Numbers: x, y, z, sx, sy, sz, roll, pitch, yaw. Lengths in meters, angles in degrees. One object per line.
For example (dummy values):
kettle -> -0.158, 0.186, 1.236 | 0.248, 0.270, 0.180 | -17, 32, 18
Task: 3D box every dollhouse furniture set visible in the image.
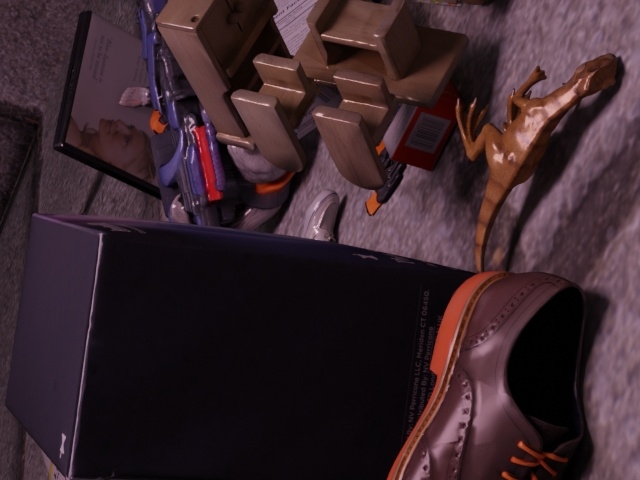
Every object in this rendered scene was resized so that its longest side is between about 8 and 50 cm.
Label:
dollhouse furniture set -> 0.008, -0.150, 1.205 | 0.242, 0.161, 0.212 | 15, 63, 29

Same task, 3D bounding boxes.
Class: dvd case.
dvd case -> -0.218, -0.153, 1.763 | 0.022, 0.253, 0.180 | -6, 68, 38

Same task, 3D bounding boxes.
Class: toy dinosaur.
toy dinosaur -> 0.136, -0.057, 1.028 | 0.112, 0.064, 0.211 | -108, 38, -54

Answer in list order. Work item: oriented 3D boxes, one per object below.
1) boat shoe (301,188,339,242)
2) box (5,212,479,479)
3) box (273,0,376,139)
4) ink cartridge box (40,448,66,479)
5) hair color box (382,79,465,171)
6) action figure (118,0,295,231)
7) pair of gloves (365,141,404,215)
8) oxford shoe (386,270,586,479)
boat shoe -> 0.000, 0.000, 1.387 | 0.035, 0.035, 0.100 | 33, 105, 40
box -> -0.072, 0.082, 1.107 | 0.296, 0.294, 0.182 | -170, 87, -69
box -> -0.007, -0.192, 1.423 | 0.126, 0.072, 0.137 | -32, 42, 29
ink cartridge box -> -0.251, 0.199, 1.746 | 0.306, 0.131, 0.226 | -142, 69, -69
hair color box -> 0.079, -0.129, 1.253 | 0.072, 0.043, 0.141 | -63, 25, 27
action figure -> -0.120, -0.134, 1.595 | 0.330, 0.179, 0.341 | 8, 108, 64
pair of gloves -> 0.058, -0.072, 1.313 | 0.074, 0.010, 0.083 | -55, 29, 42
oxford shoe -> 0.110, 0.147, 0.914 | 0.098, 0.097, 0.271 | -9, 67, 61
